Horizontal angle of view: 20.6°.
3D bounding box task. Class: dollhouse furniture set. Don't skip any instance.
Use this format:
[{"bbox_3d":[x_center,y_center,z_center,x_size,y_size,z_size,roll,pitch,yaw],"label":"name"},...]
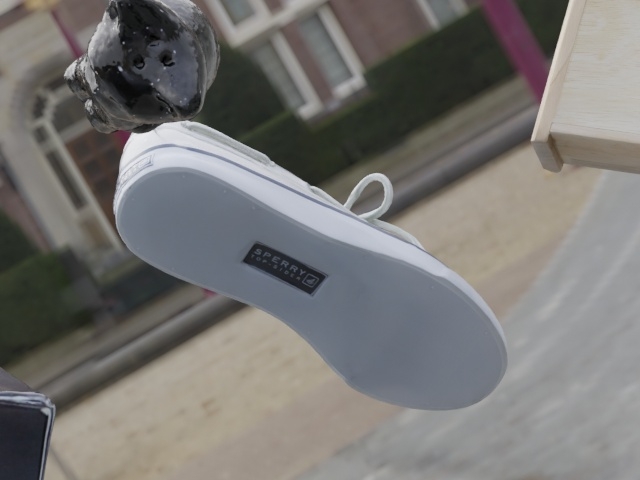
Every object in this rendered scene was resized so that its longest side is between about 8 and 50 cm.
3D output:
[{"bbox_3d":[0.274,-0.045,1.179,0.173,0.303,0.355,10,-19,23],"label":"dollhouse furniture set"}]

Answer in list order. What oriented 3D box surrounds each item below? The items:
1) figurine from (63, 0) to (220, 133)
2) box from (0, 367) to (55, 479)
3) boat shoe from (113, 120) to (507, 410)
[{"bbox_3d":[-0.132,-0.151,0.936,0.092,0.215,0.209,-36,10,-3],"label":"figurine"},{"bbox_3d":[-0.299,0.104,0.649,0.312,0.179,0.343,9,1,-22],"label":"box"},{"bbox_3d":[-0.006,0.005,1.433,0.136,0.367,0.156,-52,24,26],"label":"boat shoe"}]
